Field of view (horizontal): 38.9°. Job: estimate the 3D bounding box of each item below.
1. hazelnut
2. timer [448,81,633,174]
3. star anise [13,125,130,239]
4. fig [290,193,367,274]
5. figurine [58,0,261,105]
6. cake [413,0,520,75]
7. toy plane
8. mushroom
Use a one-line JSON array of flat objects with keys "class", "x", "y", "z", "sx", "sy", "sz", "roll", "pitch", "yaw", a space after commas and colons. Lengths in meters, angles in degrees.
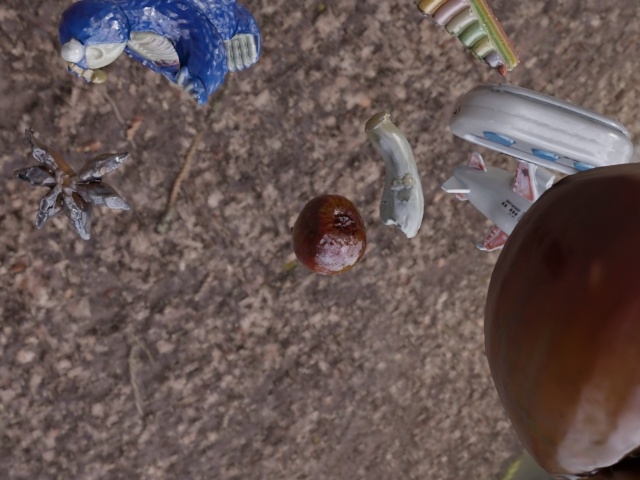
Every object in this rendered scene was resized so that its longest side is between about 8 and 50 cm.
[{"class": "hazelnut", "x": 0.346, "y": 0.093, "z": 0.826, "sx": 0.409, "sy": 0.359, "sz": 0.359, "roll": -9, "pitch": 135, "yaw": -32}, {"class": "timer", "x": 0.330, "y": -0.166, "z": 1.374, "sx": 0.262, "sy": 0.237, "sz": 0.087, "roll": 19, "pitch": 94, "yaw": -1}, {"class": "star anise", "x": -0.418, "y": -0.085, "z": 1.517, "sx": 0.208, "sy": 0.063, "sz": 0.171, "roll": 15, "pitch": 103, "yaw": 3}, {"class": "fig", "x": 0.002, "y": 0.004, "z": 1.993, "sx": 0.175, "sy": 0.175, "sz": 0.207, "roll": 2, "pitch": 153, "yaw": -37}, {"class": "figurine", "x": -0.153, "y": -0.209, "z": 0.847, "sx": 0.164, "sy": 0.262, "sz": 0.120, "roll": 12, "pitch": 112, "yaw": 5}, {"class": "cake", "x": 0.289, "y": -0.407, "z": 1.671, "sx": 0.090, "sy": 0.225, "sz": 0.109, "roll": -49, "pitch": 180, "yaw": 33}, {"class": "toy plane", "x": 0.362, "y": -0.071, "z": 1.772, "sx": 0.118, "sy": 0.252, "sz": 0.252, "roll": -40, "pitch": 150, "yaw": -39}, {"class": "mushroom", "x": 0.161, "y": -0.138, "z": 1.924, "sx": 0.096, "sy": 0.099, "sz": 0.278, "roll": -6, "pitch": 108, "yaw": 22}]
